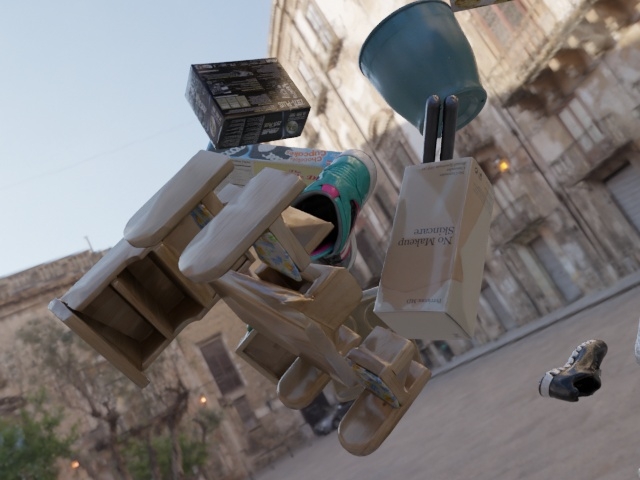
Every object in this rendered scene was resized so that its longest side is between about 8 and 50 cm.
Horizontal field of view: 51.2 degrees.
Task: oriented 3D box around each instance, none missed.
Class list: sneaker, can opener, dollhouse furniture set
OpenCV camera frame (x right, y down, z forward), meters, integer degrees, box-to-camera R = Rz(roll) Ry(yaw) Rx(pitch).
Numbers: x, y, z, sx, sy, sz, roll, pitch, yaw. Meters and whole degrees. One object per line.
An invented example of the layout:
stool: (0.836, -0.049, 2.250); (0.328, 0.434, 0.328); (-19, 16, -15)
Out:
sneaker: (0.623, 0.313, 1.568); (0.234, 0.078, 0.106); (-26, 26, -30)
can opener: (0.257, -0.175, 1.462); (0.076, 0.095, 0.283); (3, -49, 7)
dollhouse furniture set: (-0.131, 0.101, 0.850); (0.256, 0.394, 0.362); (-49, -50, -17)
sneaker: (0.000, 0.000, 1.160); (0.178, 0.124, 0.295); (-41, -28, -48)

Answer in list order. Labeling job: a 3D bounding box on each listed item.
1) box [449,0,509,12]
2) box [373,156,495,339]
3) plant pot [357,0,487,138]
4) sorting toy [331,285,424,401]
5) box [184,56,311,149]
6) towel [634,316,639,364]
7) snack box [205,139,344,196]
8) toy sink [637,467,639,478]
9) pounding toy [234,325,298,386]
box: (0.434, -0.563, 1.429); (0.324, 0.063, 0.067); (-4, -30, 21)
box: (0.211, 0.016, 1.206); (0.148, 0.311, 0.121); (-6, -34, 34)
plant pot: (0.269, -0.400, 1.645); (0.272, 0.255, 0.271); (-23, -22, -10)
sorting toy: (0.152, 0.219, 1.542); (0.307, 0.229, 0.041); (-17, -16, -5)
box: (-0.133, -0.253, 1.219); (0.180, 0.147, 0.077); (-15, -31, -32)
towel: (0.658, 0.105, 1.246); (0.049, 0.282, 0.187); (12, -4, 7)
snack box: (-0.087, -0.126, 1.497); (0.322, 0.060, 0.187); (7, -40, 6)
toy sink: (0.632, 0.318, 1.077); (0.234, 0.131, 0.153); (17, -48, -14)
pounding toy: (-0.084, 0.172, 1.255); (0.130, 0.141, 0.100); (-50, 4, 7)
